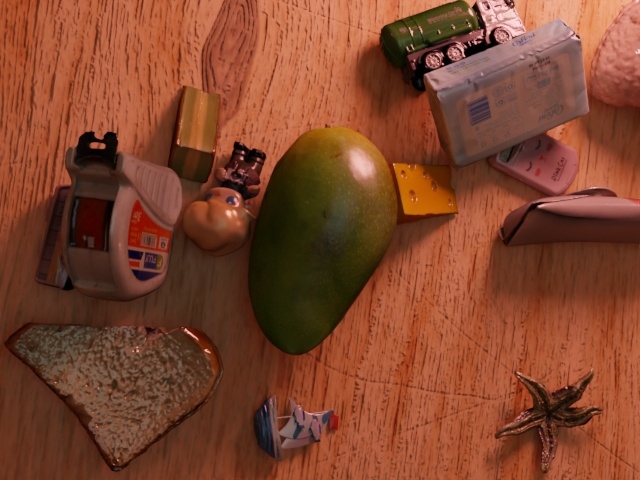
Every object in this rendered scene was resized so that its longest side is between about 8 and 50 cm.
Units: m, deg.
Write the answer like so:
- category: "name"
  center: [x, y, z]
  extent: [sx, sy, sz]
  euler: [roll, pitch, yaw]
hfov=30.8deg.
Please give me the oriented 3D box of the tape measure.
- category: "tape measure"
  center: [-0.316, -0.030, 1.798]
  extent: [0.125, 0.243, 0.246]
  euler: [9, 87, 16]

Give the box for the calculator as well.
- category: "calculator"
  center: [0.378, -0.149, 2.079]
  extent: [0.175, 0.032, 0.100]
  euler: [26, 81, -10]

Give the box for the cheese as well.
- category: "cheese"
  center: [0.168, -0.081, 2.004]
  extent: [0.171, 0.126, 0.093]
  euler: [-7, 82, -32]

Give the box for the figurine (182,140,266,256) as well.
- category: "figurine"
  center: [-0.148, -0.069, 1.912]
  extent: [0.114, 0.108, 0.196]
  euler: [24, 73, 2]

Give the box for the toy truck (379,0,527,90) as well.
- category: "toy truck"
  center: [0.228, -0.352, 2.025]
  extent: [0.243, 0.101, 0.124]
  euler: [-19, 79, -11]

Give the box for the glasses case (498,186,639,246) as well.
- category: "glasses case"
  center: [0.475, -0.045, 2.047]
  extent: [0.308, 0.128, 0.083]
  euler: [1, 62, -14]

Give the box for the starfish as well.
- category: "starfish"
  center: [0.395, 0.293, 2.038]
  extent: [0.208, 0.053, 0.176]
  euler: [-37, 105, -12]

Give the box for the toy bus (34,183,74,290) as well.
- category: "toy bus"
  center: [-0.409, -0.007, 1.869]
  extent: [0.072, 0.057, 0.171]
  euler: [11, 83, -4]

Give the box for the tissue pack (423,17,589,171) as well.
- category: "tissue pack"
  center: [0.318, -0.250, 1.985]
  extent: [0.263, 0.089, 0.177]
  euler: [-25, 132, -6]

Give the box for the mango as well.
- category: "mango"
  center: [0.000, 0.000, 1.885]
  extent: [0.225, 0.201, 0.381]
  euler: [14, 83, 15]

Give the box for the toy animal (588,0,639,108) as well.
- category: "toy animal"
  center: [0.665, -0.338, 2.082]
  extent: [0.359, 0.188, 0.226]
  euler: [5, 91, -14]

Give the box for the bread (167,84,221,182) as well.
- category: "bread"
  center: [-0.211, -0.179, 1.950]
  extent: [0.074, 0.084, 0.139]
  euler: [10, 53, -12]

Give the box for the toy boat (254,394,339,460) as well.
- category: "toy boat"
  center: [-0.046, 0.320, 1.952]
  extent: [0.149, 0.034, 0.105]
  euler: [19, 79, -24]

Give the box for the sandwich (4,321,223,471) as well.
- category: "sandwich"
  center: [-0.319, 0.190, 1.854]
  extent: [0.254, 0.099, 0.288]
  euler: [-42, 96, -6]
